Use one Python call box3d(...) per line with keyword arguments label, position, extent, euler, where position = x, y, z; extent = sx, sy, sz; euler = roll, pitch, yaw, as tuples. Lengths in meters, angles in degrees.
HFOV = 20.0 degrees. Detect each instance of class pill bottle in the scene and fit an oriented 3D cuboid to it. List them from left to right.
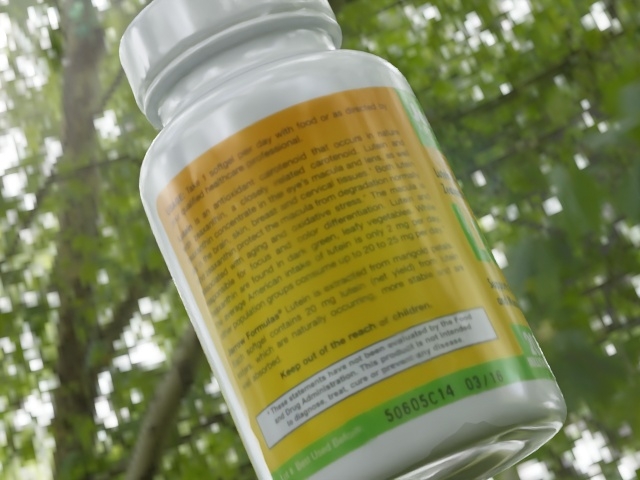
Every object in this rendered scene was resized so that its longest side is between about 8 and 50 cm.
box3d(label="pill bottle", position=(0.000, 0.000, 0.821), extent=(0.136, 0.246, 0.136), euler=(-22, -17, -7))
